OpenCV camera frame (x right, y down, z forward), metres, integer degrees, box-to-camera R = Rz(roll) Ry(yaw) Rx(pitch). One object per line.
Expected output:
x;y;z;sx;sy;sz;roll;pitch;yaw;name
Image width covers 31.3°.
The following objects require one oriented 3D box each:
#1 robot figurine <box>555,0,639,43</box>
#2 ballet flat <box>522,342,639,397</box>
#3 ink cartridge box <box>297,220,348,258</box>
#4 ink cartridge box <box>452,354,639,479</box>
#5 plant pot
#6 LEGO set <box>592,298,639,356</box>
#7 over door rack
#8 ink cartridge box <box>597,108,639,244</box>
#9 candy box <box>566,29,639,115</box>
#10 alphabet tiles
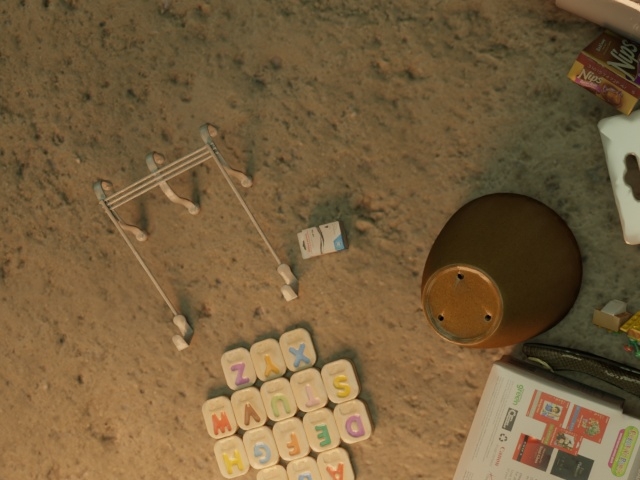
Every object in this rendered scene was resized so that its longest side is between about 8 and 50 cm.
0.436;-0.407;1.647;0.353;0.300;0.200;28;116;13;robot figurine
0.429;0.207;1.747;0.250;0.084;0.058;15;92;11;ballet flat
0.000;0.000;1.908;0.083;0.028;0.048;-14;85;17;ink cartridge box
0.349;0.369;1.740;0.272;0.130;0.309;20;95;15;ink cartridge box
0.246;0.063;1.688;0.237;0.254;0.237;5;102;22;plant pot
0.553;0.160;1.701;0.287;0.132;0.107;-5;126;21;LEGO set
-0.207;-0.007;1.944;0.239;0.108;0.324;-26;96;16;over door rack
0.604;-0.122;1.673;0.353;0.119;0.207;-13;86;16;ink cartridge box
0.454;-0.263;1.691;0.109;0.186;0.053;37;132;15;candy box
-0.058;0.300;1.926;0.284;0.021;0.278;-19;84;16;alphabet tiles
